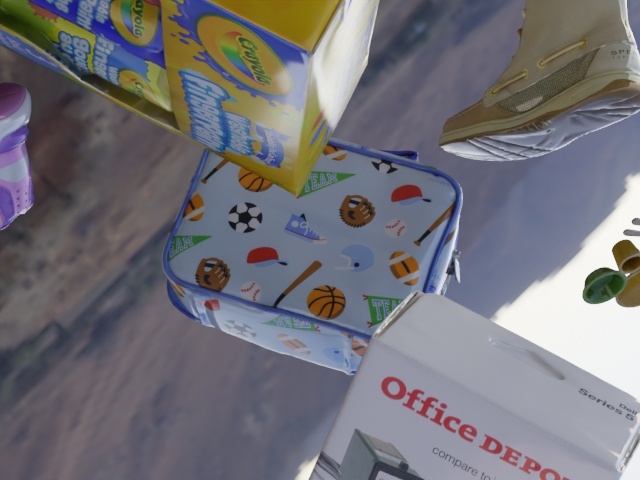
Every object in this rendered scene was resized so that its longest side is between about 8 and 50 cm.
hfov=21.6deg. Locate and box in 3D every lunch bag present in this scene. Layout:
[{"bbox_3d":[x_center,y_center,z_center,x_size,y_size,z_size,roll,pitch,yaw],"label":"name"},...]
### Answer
[{"bbox_3d":[0.000,0.000,1.768,0.115,0.303,0.243,89,20,-63],"label":"lunch bag"}]

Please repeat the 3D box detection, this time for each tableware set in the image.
[{"bbox_3d":[0.277,0.024,1.292,0.154,0.024,0.104,8,132,-35],"label":"tableware set"}]

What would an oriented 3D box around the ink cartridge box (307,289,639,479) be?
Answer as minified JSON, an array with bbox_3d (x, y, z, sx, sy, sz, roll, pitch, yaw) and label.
[{"bbox_3d":[0.090,0.205,1.227,0.115,0.198,0.273,-38,152,-63],"label":"ink cartridge box"}]

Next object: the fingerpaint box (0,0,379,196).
[{"bbox_3d":[-0.142,-0.225,1.351,0.163,0.371,0.445,-63,178,-11],"label":"fingerpaint box"}]

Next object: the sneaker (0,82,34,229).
[{"bbox_3d":[-0.301,-0.051,1.222,0.236,0.104,0.095,1,-150,31],"label":"sneaker"}]

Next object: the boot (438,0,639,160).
[{"bbox_3d":[0.224,-0.203,1.751,0.095,0.203,0.262,11,160,-36],"label":"boot"}]
